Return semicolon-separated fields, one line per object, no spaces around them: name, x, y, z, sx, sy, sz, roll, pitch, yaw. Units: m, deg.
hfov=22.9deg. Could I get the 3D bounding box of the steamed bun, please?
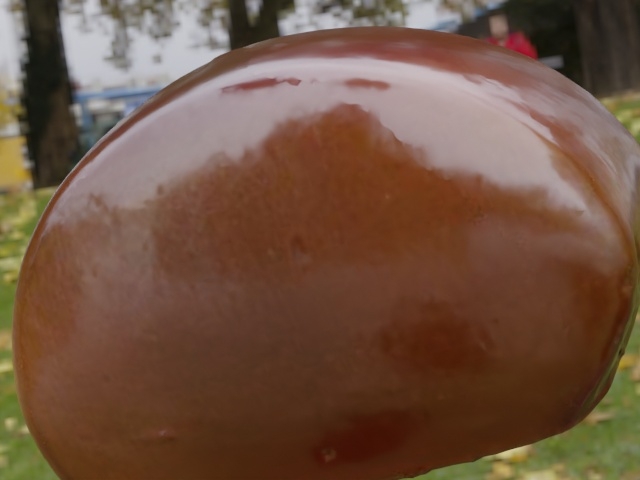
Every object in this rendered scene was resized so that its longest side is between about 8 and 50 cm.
steamed bun;0.000;0.000;0.935;0.379;0.248;0.235;-18;11;19
